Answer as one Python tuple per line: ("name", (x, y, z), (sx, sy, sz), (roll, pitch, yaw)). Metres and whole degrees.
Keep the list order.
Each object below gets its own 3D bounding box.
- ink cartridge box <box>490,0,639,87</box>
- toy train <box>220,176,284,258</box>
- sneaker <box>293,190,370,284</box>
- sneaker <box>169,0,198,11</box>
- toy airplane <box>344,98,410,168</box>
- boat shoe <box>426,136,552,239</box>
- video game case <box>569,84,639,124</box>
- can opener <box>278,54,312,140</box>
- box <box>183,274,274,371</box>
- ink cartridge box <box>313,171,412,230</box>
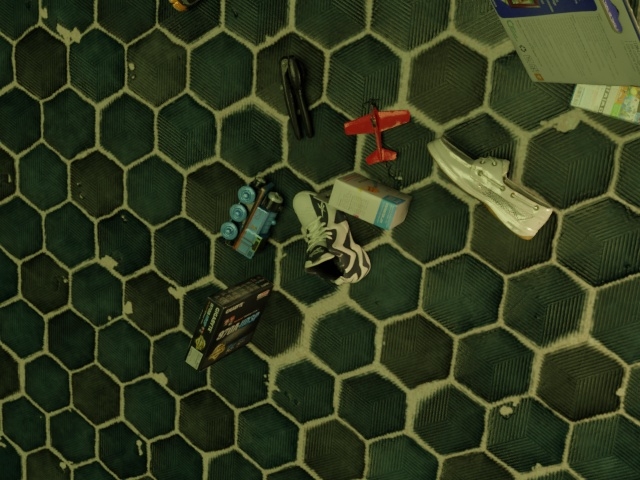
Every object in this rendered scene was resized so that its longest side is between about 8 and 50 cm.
("ink cartridge box", (0.410, -0.392, 1.345), (0.304, 0.072, 0.307), (54, 163, -27))
("toy train", (-0.151, -0.053, 1.847), (0.105, 0.080, 0.184), (31, 111, 5))
("sneaker", (0.000, 0.000, 1.744), (0.094, 0.153, 0.235), (-31, 88, 27))
("sneaker", (-0.313, -0.620, 1.784), (0.083, 0.084, 0.215), (-14, 106, 25))
("toy airplane", (0.118, -0.223, 1.706), (0.151, 0.028, 0.151), (5, 104, 22))
("boat shoe", (0.336, -0.124, 1.597), (0.277, 0.098, 0.096), (40, 115, 1))
("video game case", (0.559, -0.284, 1.497), (0.166, 0.015, 0.119), (20, 109, 19))
("can opener", (-0.056, -0.307, 1.751), (0.059, 0.073, 0.186), (-2, 111, 17))
("box", (-0.206, 0.184, 1.846), (0.051, 0.220, 0.175), (31, 112, 18))
("ink cartridge box", (0.089, -0.091, 1.708), (0.181, 0.104, 0.062), (24, 111, 18))
